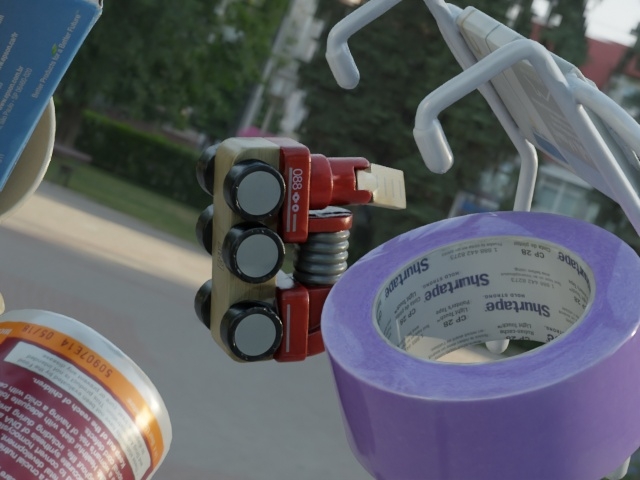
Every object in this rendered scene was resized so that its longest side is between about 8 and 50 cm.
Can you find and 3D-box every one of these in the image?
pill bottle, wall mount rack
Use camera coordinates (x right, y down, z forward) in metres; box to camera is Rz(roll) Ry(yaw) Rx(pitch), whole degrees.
[{"bbox_3d":[-0.326,0.266,1.248,0.224,0.224,0.392,18,46,19],"label":"pill bottle"},{"bbox_3d":[0.137,-0.021,0.932,0.304,0.130,0.350,55,0,-26],"label":"wall mount rack"}]

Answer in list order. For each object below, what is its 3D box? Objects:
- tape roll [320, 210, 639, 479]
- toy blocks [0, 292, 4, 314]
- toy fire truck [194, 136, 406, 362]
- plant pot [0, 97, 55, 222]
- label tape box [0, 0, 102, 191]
[{"bbox_3d":[0.099,0.064,0.798,0.189,0.080,0.189,-10,31,6],"label":"tape roll"},{"bbox_3d":[-0.304,0.051,0.968,0.054,0.148,0.123,45,10,-47],"label":"toy blocks"},{"bbox_3d":[0.000,0.000,1.400,0.246,0.217,0.158,-3,14,-21],"label":"toy fire truck"},{"bbox_3d":[-0.468,-0.120,1.528,0.257,0.256,0.274,19,-15,-31],"label":"plant pot"},{"bbox_3d":[-0.367,-0.184,1.059,0.334,0.240,0.105,17,45,-26],"label":"label tape box"}]
